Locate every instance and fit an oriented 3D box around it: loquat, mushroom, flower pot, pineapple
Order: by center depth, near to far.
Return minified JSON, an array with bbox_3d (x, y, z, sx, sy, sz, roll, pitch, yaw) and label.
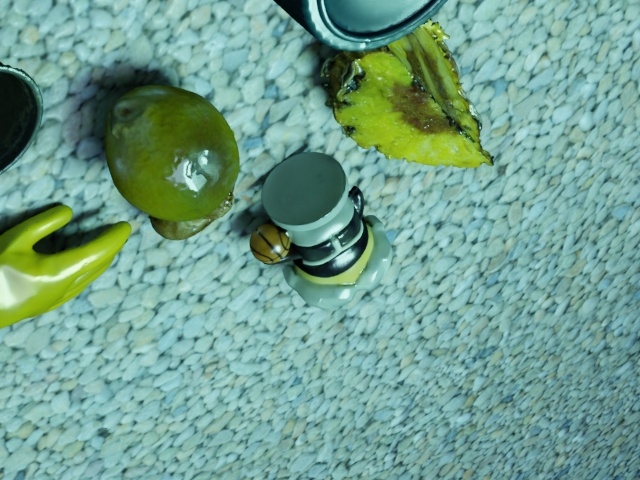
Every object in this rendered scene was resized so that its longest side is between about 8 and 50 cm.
[{"bbox_3d":[-0.381,-0.141,1.606,0.157,0.107,0.157,-29,144,-24],"label":"flower pot"},{"bbox_3d":[-0.179,-0.105,1.817,0.152,0.152,0.195,-42,143,-1],"label":"loquat"},{"bbox_3d":[-0.161,-0.055,1.951,0.126,0.085,0.109,-31,180,-37],"label":"mushroom"},{"bbox_3d":[0.087,-0.211,2.011,0.161,0.158,0.334,-13,155,31],"label":"pineapple"}]

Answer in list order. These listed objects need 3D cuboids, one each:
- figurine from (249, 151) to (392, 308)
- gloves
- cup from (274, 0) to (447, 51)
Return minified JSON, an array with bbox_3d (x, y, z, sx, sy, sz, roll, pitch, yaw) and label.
[{"bbox_3d":[0.000,0.000,2.135,0.176,0.133,0.236,-31,144,0],"label":"figurine"},{"bbox_3d":[-0.352,0.045,1.876,0.294,0.116,0.133,-23,171,-41],"label":"gloves"},{"bbox_3d":[0.017,-0.381,1.572,0.308,0.292,0.242,-47,146,10],"label":"cup"}]
